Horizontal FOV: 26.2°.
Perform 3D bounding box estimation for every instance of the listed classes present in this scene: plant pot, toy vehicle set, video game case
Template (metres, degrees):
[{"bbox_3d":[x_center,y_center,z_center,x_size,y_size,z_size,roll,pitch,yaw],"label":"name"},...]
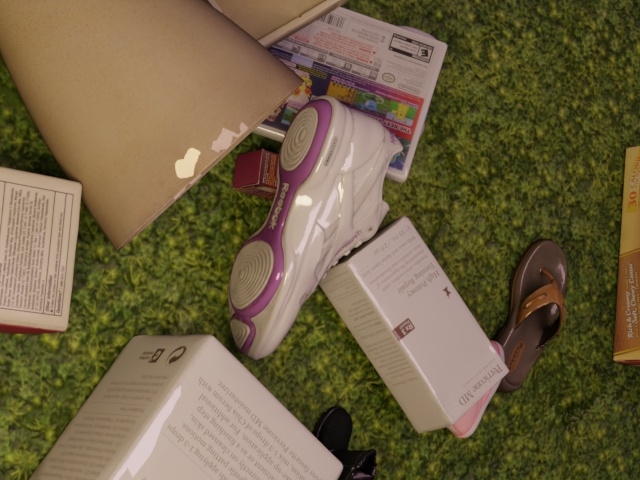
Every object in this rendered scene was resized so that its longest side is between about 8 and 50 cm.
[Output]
[{"bbox_3d":[-0.201,-0.175,1.377,0.274,0.256,0.256,48,59,-5],"label":"plant pot"},{"bbox_3d":[-0.048,-0.328,1.587,0.267,0.035,0.166,-36,89,-34],"label":"toy vehicle set"},{"bbox_3d":[0.030,-0.181,1.610,0.201,0.023,0.183,19,72,-2],"label":"video game case"}]

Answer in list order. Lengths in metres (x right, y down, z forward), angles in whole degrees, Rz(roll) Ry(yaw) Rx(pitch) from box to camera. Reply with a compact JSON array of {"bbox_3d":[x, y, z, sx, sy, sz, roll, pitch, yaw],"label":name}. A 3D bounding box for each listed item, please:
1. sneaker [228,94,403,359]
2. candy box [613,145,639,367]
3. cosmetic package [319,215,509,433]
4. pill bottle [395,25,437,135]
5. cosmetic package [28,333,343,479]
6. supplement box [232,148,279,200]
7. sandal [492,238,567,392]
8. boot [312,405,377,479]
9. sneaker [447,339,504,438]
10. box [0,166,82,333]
[{"bbox_3d":[0.000,0.000,1.526,0.152,0.114,0.305,17,101,-35],"label":"sneaker"},{"bbox_3d":[0.512,0.018,1.916,0.087,0.183,0.316,12,78,-35],"label":"candy box"},{"bbox_3d":[0.111,0.101,1.639,0.117,0.085,0.231,-38,94,-33],"label":"cosmetic package"},{"bbox_3d":[0.091,-0.174,1.675,0.087,0.087,0.160,24,72,-33],"label":"pill bottle"},{"bbox_3d":[-0.198,0.335,1.358,0.230,0.161,0.453,48,60,-25],"label":"cosmetic package"},{"bbox_3d":[-0.051,-0.072,1.578,0.083,0.055,0.043,15,76,-36],"label":"supplement box"},{"bbox_3d":[0.283,0.100,1.811,0.090,0.060,0.219,41,63,-27],"label":"sandal"},{"bbox_3d":[0.027,0.247,1.577,0.045,0.099,0.121,42,62,-28],"label":"boot"},{"bbox_3d":[0.184,0.176,1.733,0.070,0.051,0.134,38,69,-34],"label":"sneaker"},{"bbox_3d":[-0.360,0.003,1.291,0.232,0.127,0.149,11,79,-36],"label":"box"}]
